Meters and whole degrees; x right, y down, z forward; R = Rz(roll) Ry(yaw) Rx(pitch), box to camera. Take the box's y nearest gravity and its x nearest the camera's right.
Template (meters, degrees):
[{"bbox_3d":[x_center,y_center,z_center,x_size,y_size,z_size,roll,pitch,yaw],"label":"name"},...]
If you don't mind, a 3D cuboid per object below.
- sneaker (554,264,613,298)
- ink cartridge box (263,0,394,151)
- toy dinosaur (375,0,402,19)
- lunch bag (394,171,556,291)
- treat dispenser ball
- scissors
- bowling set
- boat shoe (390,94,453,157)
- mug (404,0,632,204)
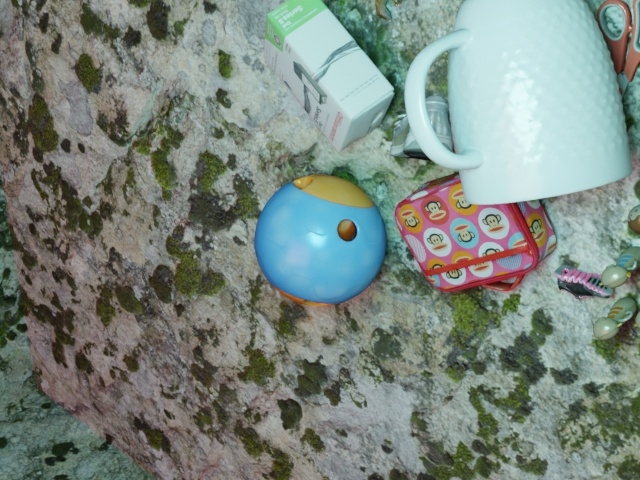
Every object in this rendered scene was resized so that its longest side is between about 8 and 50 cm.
[{"bbox_3d":[0.501,0.090,1.637,0.119,0.047,0.057,24,135,41],"label":"sneaker"},{"bbox_3d":[0.011,-0.340,1.745,0.273,0.115,0.198,52,167,7],"label":"ink cartridge box"},{"bbox_3d":[0.128,-0.515,1.627,0.112,0.064,0.211,23,127,34],"label":"toy dinosaur"},{"bbox_3d":[0.311,-0.012,1.709,0.293,0.120,0.258,-20,102,49],"label":"lunch bag"},{"bbox_3d":[0.000,0.000,1.873,0.288,0.288,0.288,22,126,33],"label":"treat dispenser ball"},{"bbox_3d":[0.511,-0.264,1.438,0.109,0.021,0.297,13,120,37],"label":"scissors"},{"bbox_3d":[0.555,0.053,1.478,0.287,0.154,0.200,-32,89,47],"label":"bowling set"},{"bbox_3d":[0.196,-0.204,1.617,0.118,0.320,0.103,8,93,3],"label":"boat shoe"},{"bbox_3d":[0.303,-0.236,1.396,0.276,0.374,0.328,4,107,65],"label":"mug"}]
